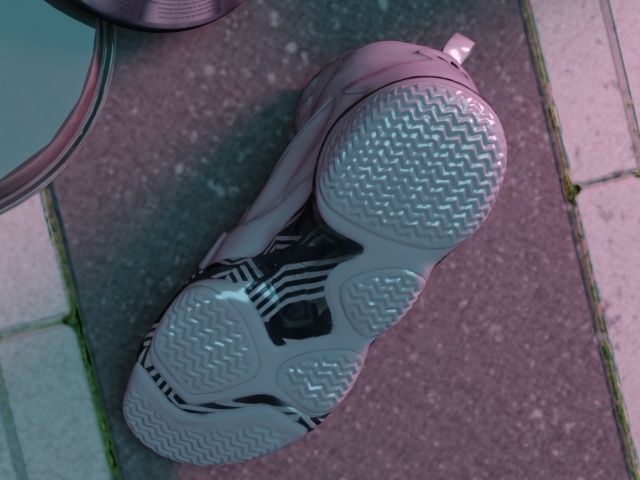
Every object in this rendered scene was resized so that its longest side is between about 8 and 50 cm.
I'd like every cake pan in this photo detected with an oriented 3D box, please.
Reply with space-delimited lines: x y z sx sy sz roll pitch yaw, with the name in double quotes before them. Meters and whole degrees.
"cake pan" -0.285 -0.152 1.353 0.293 0.054 0.293 0 89 -16

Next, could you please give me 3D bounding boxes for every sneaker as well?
"sneaker" 0.000 0.000 1.394 0.137 0.210 0.366 37 114 -12

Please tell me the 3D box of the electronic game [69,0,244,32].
"electronic game" -0.128 -0.260 1.378 0.229 0.048 0.229 9 73 -30
